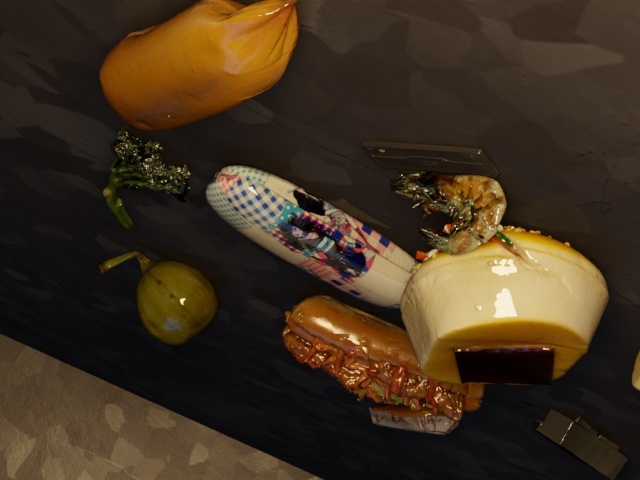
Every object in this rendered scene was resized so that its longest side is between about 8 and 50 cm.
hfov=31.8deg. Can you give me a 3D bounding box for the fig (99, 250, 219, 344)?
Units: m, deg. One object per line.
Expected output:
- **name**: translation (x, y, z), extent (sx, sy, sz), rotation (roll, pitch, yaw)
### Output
- **fig**: translation (-0.262, 0.091, 1.943), extent (0.186, 0.148, 0.142), rotation (58, -174, 19)

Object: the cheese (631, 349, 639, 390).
- **cheese**: translation (0.464, 0.164, 1.325), extent (0.167, 0.094, 0.123), rotation (24, 162, 0)

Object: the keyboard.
- **keyboard**: translation (0.116, -0.088, 1.204), extent (0.155, 0.010, 0.053), rotation (8, 156, 37)

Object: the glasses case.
- **glasses case**: translation (0.000, 0.000, 1.464), extent (0.327, 0.076, 0.125), rotation (30, 157, -16)

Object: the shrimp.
- **shrimp**: translation (0.129, -0.034, 1.222), extent (0.161, 0.091, 0.034), rotation (14, 175, 44)

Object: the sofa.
- **sofa**: translation (0.432, 0.331, 1.864), extent (0.147, 0.060, 0.085), rotation (35, 175, -26)

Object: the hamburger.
- **hamburger**: translation (0.212, 0.076, 1.318), extent (0.227, 0.151, 0.295), rotation (7, 155, -3)

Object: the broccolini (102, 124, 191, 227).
- **broccolini**: translation (-0.246, -0.068, 1.594), extent (0.123, 0.062, 0.271), rotation (39, 155, 2)

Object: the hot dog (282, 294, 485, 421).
- **hot dog**: translation (0.095, 0.199, 1.806), extent (0.349, 0.117, 0.158), rotation (24, 161, -1)

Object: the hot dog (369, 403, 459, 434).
- **hot dog**: translation (0.176, 0.341, 2.165), extent (0.108, 0.059, 0.191), rotation (23, 162, -39)

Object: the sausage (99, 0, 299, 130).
- **sausage**: translation (-0.113, -0.179, 1.106), extent (0.112, 0.112, 0.328), rotation (35, 155, -28)
